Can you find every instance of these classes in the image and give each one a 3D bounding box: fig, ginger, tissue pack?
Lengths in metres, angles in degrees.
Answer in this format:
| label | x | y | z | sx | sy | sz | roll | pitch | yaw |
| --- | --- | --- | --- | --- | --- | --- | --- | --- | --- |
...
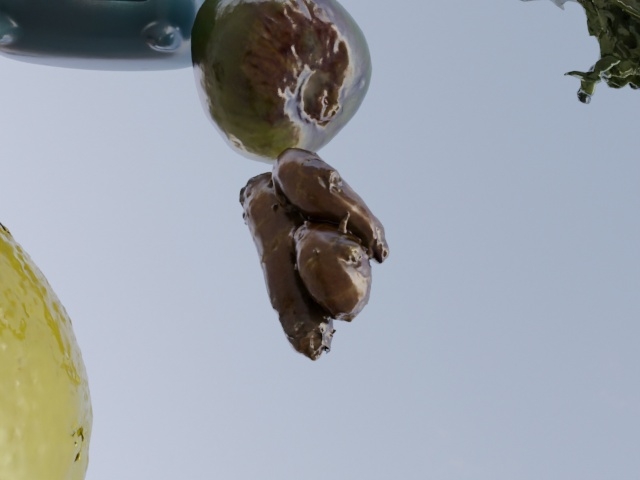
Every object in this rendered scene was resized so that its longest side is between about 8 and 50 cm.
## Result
| label | x | y | z | sx | sy | sz | roll | pitch | yaw |
| --- | --- | --- | --- | --- | --- | --- | --- | --- | --- |
| fig | -0.050 | -0.181 | 0.883 | 0.191 | 0.181 | 0.181 | 51 | -58 | 27 |
| ginger | 0.000 | 0.000 | 0.646 | 0.103 | 0.073 | 0.162 | -45 | -127 | 42 |
| tissue pack | -0.252 | -0.294 | 0.992 | 0.287 | 0.206 | 0.198 | 4 | -70 | -3 |

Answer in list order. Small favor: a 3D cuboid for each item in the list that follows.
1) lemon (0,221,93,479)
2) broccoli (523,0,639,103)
| label | x | y | z | sx | sy | sz | roll | pitch | yaw |
| --- | --- | --- | --- | --- | --- | --- | --- | --- | --- |
| lemon | -0.222 | 0.062 | 0.346 | 0.235 | 0.236 | 0.263 | 0 | -45 | 23 |
| broccoli | 0.139 | -0.201 | 0.578 | 0.304 | 0.165 | 0.145 | 7 | -39 | 1 |
